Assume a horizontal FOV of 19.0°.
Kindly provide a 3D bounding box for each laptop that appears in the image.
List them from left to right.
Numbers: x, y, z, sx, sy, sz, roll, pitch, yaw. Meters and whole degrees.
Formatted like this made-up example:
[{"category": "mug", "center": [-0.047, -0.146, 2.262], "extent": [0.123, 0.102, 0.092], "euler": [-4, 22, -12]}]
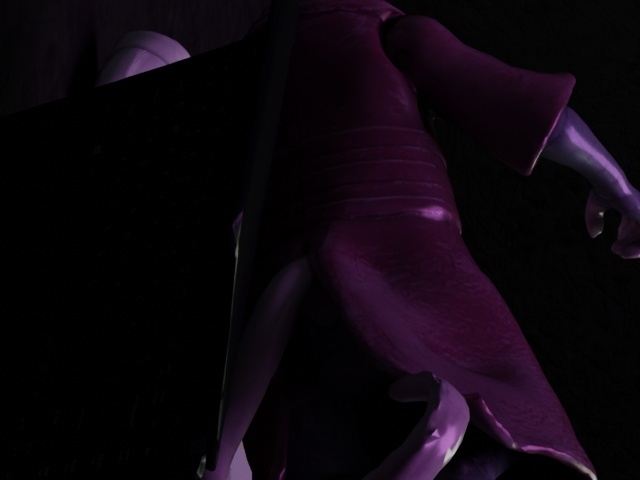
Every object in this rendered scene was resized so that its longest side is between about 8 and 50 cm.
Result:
[{"category": "laptop", "center": [-0.090, -0.028, 0.769], "extent": [0.136, 0.264, 0.234], "euler": [49, 39, -40]}]

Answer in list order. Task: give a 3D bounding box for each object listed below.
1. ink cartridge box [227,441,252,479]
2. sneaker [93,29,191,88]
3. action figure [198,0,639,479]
[{"category": "ink cartridge box", "center": [-0.062, 0.140, 1.003], "extent": [0.212, 0.093, 0.154], "euler": [44, 25, -30]}, {"category": "sneaker", "center": [-0.114, -0.015, 1.157], "extent": [0.094, 0.080, 0.212], "euler": [-59, 150, -50]}, {"category": "action figure", "center": [0.000, 0.000, 0.888], "extent": [0.276, 0.248, 0.370], "euler": [28, 47, -53]}]
